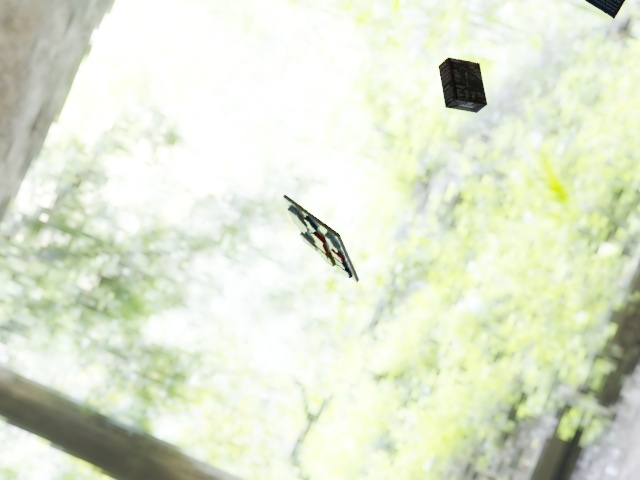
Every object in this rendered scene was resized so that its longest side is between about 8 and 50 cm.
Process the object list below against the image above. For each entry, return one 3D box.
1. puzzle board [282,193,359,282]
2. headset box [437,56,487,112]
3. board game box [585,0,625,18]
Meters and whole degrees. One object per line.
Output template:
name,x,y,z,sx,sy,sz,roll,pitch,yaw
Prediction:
puzzle board,0.000,0.000,1.945,0.011,0.096,0.128,-47,-28,-13
headset box,0.219,-0.244,2.383,0.032,0.062,0.083,-39,53,50
board game box,0.326,-0.374,1.753,0.193,0.146,0.045,-59,-2,25
